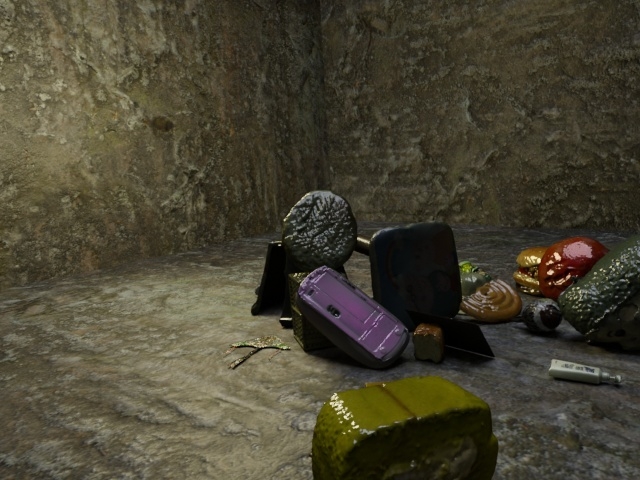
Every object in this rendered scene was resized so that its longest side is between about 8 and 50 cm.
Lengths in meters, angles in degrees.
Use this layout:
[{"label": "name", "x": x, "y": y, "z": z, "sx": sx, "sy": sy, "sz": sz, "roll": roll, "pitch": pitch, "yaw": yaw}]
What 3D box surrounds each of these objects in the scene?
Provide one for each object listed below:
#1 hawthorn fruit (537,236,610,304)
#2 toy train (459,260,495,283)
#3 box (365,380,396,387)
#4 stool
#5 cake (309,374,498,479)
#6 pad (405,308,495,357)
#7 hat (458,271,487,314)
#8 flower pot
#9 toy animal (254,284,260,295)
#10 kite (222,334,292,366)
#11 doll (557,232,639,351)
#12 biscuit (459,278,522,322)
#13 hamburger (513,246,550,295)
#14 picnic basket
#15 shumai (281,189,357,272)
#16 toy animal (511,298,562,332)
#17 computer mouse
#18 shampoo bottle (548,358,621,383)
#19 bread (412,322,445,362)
[{"label": "hawthorn fruit", "x": 0.799, "y": 0.119, "z": 1.545, "sx": 0.241, "sy": 0.242, "sz": 0.272, "roll": -5, "pitch": 17, "yaw": -7}, {"label": "toy train", "x": 0.584, "y": 0.135, "z": 1.925, "sx": 0.053, "sy": 0.085, "sz": 0.250, "roll": -21, "pitch": 10, "yaw": -2}, {"label": "box", "x": 0.178, "y": 0.323, "z": 1.091, "sx": 0.156, "sy": 0.022, "sz": 0.089, "roll": -4, "pitch": 10, "yaw": -5}, {"label": "stool", "x": 0.246, "y": 0.103, "z": 1.589, "sx": 0.310, "sy": 0.311, "sz": 0.226, "roll": -6, "pitch": 3, "yaw": -26}, {"label": "cake", "x": 0.121, "y": 0.306, "z": 0.734, "sx": 0.260, "sy": 0.179, "sz": 0.156, "roll": -4, "pitch": 9, "yaw": -20}, {"label": "pad", "x": 0.326, "y": 0.234, "z": 1.306, "sx": 0.211, "sy": 0.143, "sz": 0.003, "roll": 7, "pitch": 52, "yaw": 46}, {"label": "hat", "x": 0.501, "y": 0.161, "z": 1.710, "sx": 0.252, "sy": 0.110, "sz": 0.252, "roll": -4, "pitch": 9, "yaw": 1}, {"label": "flower pot", "x": -0.049, "y": 0.119, "z": 1.751, "sx": 0.379, "sy": 0.251, "sz": 0.379, "roll": -4, "pitch": 7, "yaw": 0}, {"label": "toy animal", "x": -0.086, "y": 0.153, "z": 2.081, "sx": 0.205, "sy": 0.081, "sz": 0.367, "roll": 5, "pitch": 20, "yaw": 24}, {"label": "kite", "x": -0.175, "y": 0.300, "z": 1.412, "sx": 0.198, "sy": 0.006, "sz": 0.244, "roll": 0, "pitch": 9, "yaw": 20}, {"label": "doll", "x": 0.787, "y": 0.130, "z": 1.295, "sx": 0.349, "sy": 0.247, "sz": 0.247, "roll": -30, "pitch": 8, "yaw": 3}, {"label": "biscuit", "x": 0.537, "y": 0.189, "z": 1.574, "sx": 0.224, "sy": 0.033, "sz": 0.144, "roll": -21, "pitch": 43, "yaw": -33}, {"label": "hamburger", "x": 0.808, "y": 0.098, "z": 1.810, "sx": 0.244, "sy": 0.163, "sz": 0.244, "roll": -5, "pitch": 9, "yaw": 1}, {"label": "picnic basket", "x": 0.004, "y": 0.190, "z": 1.450, "sx": 0.154, "sy": 0.196, "sz": 0.134, "roll": -7, "pitch": 7, "yaw": -16}, {"label": "shumai", "x": 0.000, "y": 0.000, "z": 1.553, "sx": 0.222, "sy": 0.272, "sz": 0.204, "roll": 27, "pitch": -28, "yaw": 9}, {"label": "toy animal", "x": 0.595, "y": 0.213, "z": 1.421, "sx": 0.137, "sy": 0.098, "sz": 0.098, "roll": -17, "pitch": 3, "yaw": 24}, {"label": "computer mouse", "x": 0.079, "y": 0.194, "z": 1.314, "sx": 0.310, "sy": 0.072, "sz": 0.158, "roll": 37, "pitch": 63, "yaw": 17}, {"label": "shampoo bottle", "x": 0.574, "y": 0.289, "z": 1.121, "sx": 0.141, "sy": 0.034, "sz": 0.049, "roll": 4, "pitch": 6, "yaw": 30}, {"label": "bread", "x": 0.276, "y": 0.255, "z": 1.286, "sx": 0.076, "sy": 0.083, "sz": 0.070, "roll": -2, "pitch": 18, "yaw": 33}]
